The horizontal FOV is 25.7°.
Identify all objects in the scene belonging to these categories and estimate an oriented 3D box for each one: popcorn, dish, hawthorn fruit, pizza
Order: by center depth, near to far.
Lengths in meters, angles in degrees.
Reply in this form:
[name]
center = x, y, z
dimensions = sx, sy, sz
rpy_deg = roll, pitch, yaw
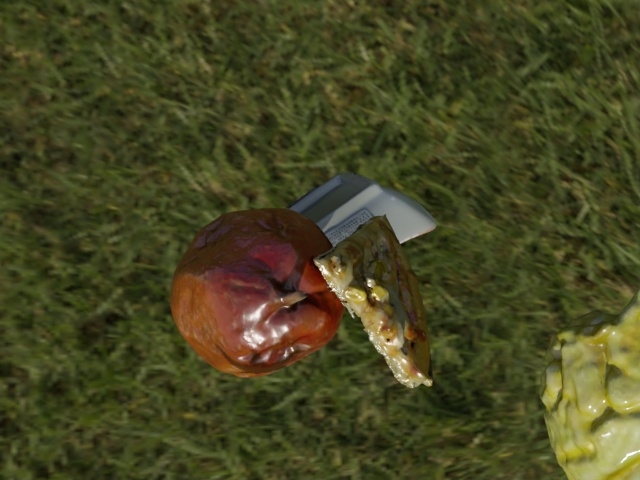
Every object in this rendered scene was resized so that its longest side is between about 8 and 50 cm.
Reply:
[pizza]
center = 0.048, 0.032, 1.297
dimensions = 0.036, 0.176, 0.184
rpy_deg = -26, 50, 21
[hawthorn fruit]
center = -0.061, 0.047, 1.317
dimensions = 0.173, 0.179, 0.173
rpy_deg = 2, 98, 14
[dish]
center = 0.000, 0.000, 1.511
dimensions = 0.212, 0.151, 0.077
rpy_deg = -35, 111, -16
[popcorn]
center = 0.390, 0.175, 1.610
dimensions = 0.293, 0.293, 0.237
rpy_deg = -29, 69, 17
